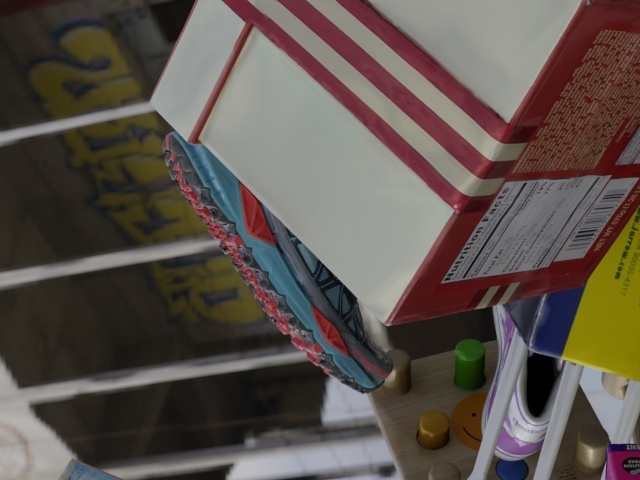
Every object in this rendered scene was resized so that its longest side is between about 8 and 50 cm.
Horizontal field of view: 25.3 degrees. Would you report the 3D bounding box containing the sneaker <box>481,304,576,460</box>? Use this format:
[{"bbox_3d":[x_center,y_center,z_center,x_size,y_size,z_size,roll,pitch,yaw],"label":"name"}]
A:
[{"bbox_3d":[0.256,0.097,1.614,0.161,0.102,0.282,104,175,-62],"label":"sneaker"}]

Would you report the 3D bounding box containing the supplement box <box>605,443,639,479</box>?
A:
[{"bbox_3d":[0.257,0.244,0.944,0.220,0.111,0.114,-87,-6,-57],"label":"supplement box"}]

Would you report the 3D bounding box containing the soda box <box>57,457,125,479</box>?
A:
[{"bbox_3d":[-0.175,0.268,1.344,0.058,0.183,0.063,-57,-40,-22],"label":"soda box"}]

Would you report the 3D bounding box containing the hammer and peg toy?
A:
[{"bbox_3d":[0.259,0.218,1.723,0.266,0.361,0.127,-111,13,-45],"label":"hammer and peg toy"}]

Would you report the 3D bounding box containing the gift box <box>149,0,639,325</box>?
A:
[{"bbox_3d":[0.078,-0.115,0.879,0.258,0.255,0.276,44,-155,27],"label":"gift box"}]

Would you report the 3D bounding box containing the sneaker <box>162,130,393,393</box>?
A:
[{"bbox_3d":[0.000,0.000,1.064,0.262,0.125,0.104,57,172,-25],"label":"sneaker"}]

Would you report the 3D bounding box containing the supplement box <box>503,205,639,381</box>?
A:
[{"bbox_3d":[0.338,0.019,1.075,0.194,0.357,0.195,-94,21,-80],"label":"supplement box"}]

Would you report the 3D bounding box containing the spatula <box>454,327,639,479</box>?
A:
[{"bbox_3d":[0.203,0.203,1.263,0.019,0.168,0.242,29,-102,-55],"label":"spatula"}]
